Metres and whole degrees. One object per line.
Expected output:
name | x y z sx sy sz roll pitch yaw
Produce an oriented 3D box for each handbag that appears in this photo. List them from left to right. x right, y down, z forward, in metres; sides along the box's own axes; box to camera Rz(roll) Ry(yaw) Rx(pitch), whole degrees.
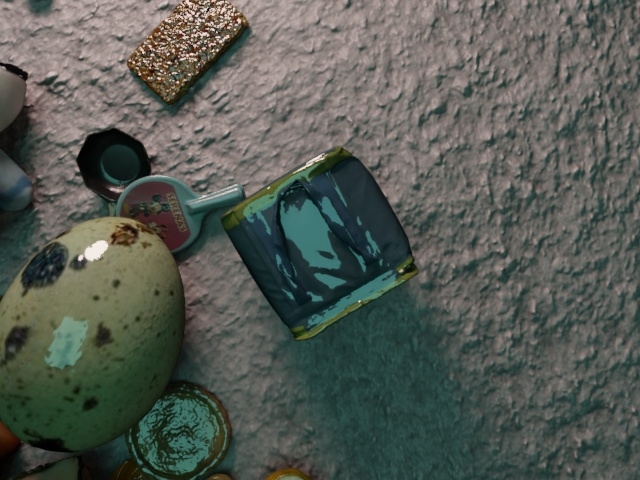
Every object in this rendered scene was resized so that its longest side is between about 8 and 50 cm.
handbag | 0.000 0.000 0.833 0.263 0.222 0.241 -30 92 2

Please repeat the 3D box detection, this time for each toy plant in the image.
toy plant | -0.644 -0.150 0.863 0.247 0.247 0.332 1 92 2

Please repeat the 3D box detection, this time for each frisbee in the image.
frisbee | -0.316 0.496 0.917 0.192 0.035 0.192 0 87 2

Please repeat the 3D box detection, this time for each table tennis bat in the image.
table tennis bat | -0.259 -0.057 0.924 0.244 0.040 0.153 -15 105 -2

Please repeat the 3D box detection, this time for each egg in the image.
egg | -0.371 0.147 0.803 0.287 0.287 0.379 10 90 2

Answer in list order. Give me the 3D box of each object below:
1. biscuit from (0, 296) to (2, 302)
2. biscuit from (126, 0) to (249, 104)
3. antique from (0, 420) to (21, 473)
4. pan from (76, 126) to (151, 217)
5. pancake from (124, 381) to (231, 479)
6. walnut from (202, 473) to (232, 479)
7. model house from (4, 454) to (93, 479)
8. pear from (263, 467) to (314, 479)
biscuit | -0.730 0.140 0.952 0.203 0.016 0.144 21 89 3
biscuit | -0.256 -0.382 0.949 0.131 0.025 0.231 43 90 2
antique | -0.678 0.412 0.861 0.278 0.129 0.224 -31 117 -14
pan | -0.400 -0.111 0.930 0.128 0.048 0.202 31 100 -8
pancake | -0.266 0.360 0.916 0.199 0.021 0.199 0 80 0
walnut | -0.192 0.473 0.893 0.092 0.092 0.092 0 88 2
model house | -0.460 0.503 0.857 0.182 0.166 0.172 -24 124 -9
pear | -0.065 0.476 0.878 0.141 0.104 0.141 5 75 -18
